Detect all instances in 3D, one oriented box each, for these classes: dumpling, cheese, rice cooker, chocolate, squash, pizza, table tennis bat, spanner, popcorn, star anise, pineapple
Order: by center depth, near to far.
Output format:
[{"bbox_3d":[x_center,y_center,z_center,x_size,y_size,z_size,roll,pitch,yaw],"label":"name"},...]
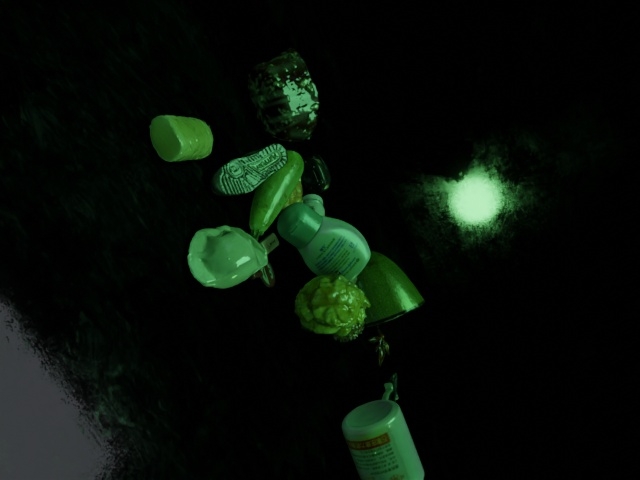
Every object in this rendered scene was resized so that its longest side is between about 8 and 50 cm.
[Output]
[{"bbox_3d":[-0.262,0.036,1.375,0.252,0.131,0.179,-26,77,-47],"label":"dumpling"},{"bbox_3d":[-0.367,-0.274,1.375,0.167,0.093,0.123,-27,100,-68],"label":"cheese"},{"bbox_3d":[-0.182,0.104,1.616,0.154,0.019,0.098,-5,77,-71],"label":"table tennis bat"},{"bbox_3d":[-0.159,-0.160,1.710,0.118,0.118,0.371,53,49,-37],"label":"squash"},{"bbox_3d":[0.037,0.211,1.727,0.286,0.252,0.215,-150,-109,-80],"label":"popcorn"},{"bbox_3d":[-0.125,-0.174,1.903,0.204,0.080,0.188,46,56,-53],"label":"pizza"},{"bbox_3d":[-0.149,-0.530,1.939,0.210,0.225,0.340,-27,105,-33],"label":"chocolate"},{"bbox_3d":[0.100,0.301,1.941,0.193,0.166,0.166,12,61,-64],"label":"pineapple"},{"bbox_3d":[-0.024,-0.278,2.169,0.165,0.112,0.106,65,28,-12],"label":"rice cooker"},{"bbox_3d":[0.251,0.177,2.210,0.310,0.310,0.309,-13,83,-68],"label":"squash"},{"bbox_3d":[0.308,0.689,2.268,0.096,0.040,0.325,64,24,-14],"label":"spanner"},{"bbox_3d":[0.270,0.481,2.329,0.157,0.053,0.212,70,20,-1],"label":"star anise"}]

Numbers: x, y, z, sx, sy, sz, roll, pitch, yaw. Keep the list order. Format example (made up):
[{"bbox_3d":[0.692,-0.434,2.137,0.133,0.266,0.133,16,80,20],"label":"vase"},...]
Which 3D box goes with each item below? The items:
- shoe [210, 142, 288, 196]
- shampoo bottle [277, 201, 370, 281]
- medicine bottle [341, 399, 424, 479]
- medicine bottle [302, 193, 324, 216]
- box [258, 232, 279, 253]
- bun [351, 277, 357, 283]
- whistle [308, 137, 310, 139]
[{"bbox_3d":[-0.241,-0.206,1.610,0.293,0.149,0.109,-35,102,-34],"label":"shoe"},{"bbox_3d":[0.000,0.000,1.841,0.349,0.222,0.151,36,16,-20],"label":"shampoo bottle"},{"bbox_3d":[0.235,0.774,1.785,0.388,0.219,0.219,69,22,-6],"label":"medicine bottle"},{"bbox_3d":[-0.034,-0.083,1.998,0.103,0.102,0.187,48,31,-44],"label":"medicine bottle"},{"bbox_3d":[-0.171,0.011,1.701,0.048,0.025,0.115,69,21,-10],"label":"box"},{"bbox_3d":[0.068,0.105,2.065,0.193,0.127,0.178,-76,143,-72],"label":"bun"},{"bbox_3d":[-0.123,-0.532,2.208,0.312,0.062,0.062,36,41,-56],"label":"whistle"}]
